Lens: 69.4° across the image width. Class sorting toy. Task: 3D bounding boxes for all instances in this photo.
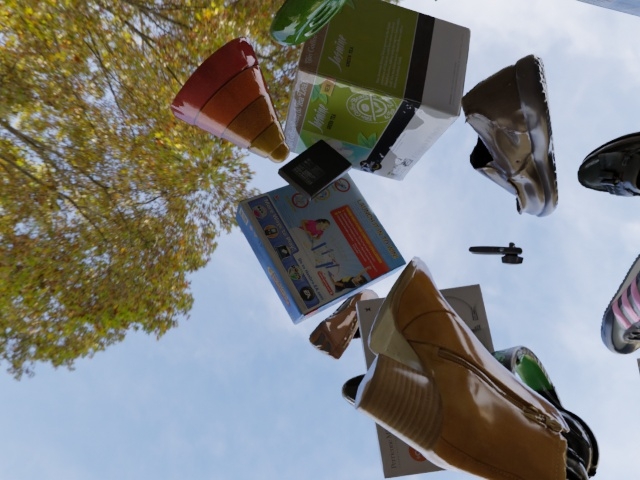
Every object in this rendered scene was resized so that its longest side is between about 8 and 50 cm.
[{"bbox_3d":[0.008,-0.221,0.533,0.366,0.127,0.126,-43,-82,-6],"label":"sorting toy"}]

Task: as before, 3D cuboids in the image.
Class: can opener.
[{"bbox_3d":[0.613,0.038,1.618,0.059,0.186,0.073,40,-117,-52],"label":"can opener"}]

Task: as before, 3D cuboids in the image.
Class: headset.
[{"bbox_3d":[0.391,0.358,0.731,0.244,0.185,0.393,-15,-97,-55],"label":"headset"}]

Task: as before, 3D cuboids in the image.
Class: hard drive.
[{"bbox_3d":[-0.010,-0.151,0.976,0.094,0.022,0.135,42,-120,13],"label":"hard drive"}]

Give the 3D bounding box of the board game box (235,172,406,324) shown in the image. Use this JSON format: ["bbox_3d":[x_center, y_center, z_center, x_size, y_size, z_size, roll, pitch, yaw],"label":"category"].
[{"bbox_3d":[0.000,0.000,1.122,0.302,0.086,0.308,-23,-107,-27],"label":"board game box"}]

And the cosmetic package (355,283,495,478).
[{"bbox_3d":[0.247,0.304,1.034,0.285,0.097,0.376,-9,-104,3],"label":"cosmetic package"}]

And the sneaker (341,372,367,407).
[{"bbox_3d":[0.138,0.252,0.832,0.235,0.084,0.097,-8,-63,32],"label":"sneaker"}]

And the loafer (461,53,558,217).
[{"bbox_3d":[0.321,-0.157,0.780,0.366,0.130,0.133,46,-134,-49],"label":"loafer"}]

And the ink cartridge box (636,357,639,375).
[{"bbox_3d":[0.448,0.158,0.572,0.084,0.048,0.028,1,-107,-11],"label":"ink cartridge box"}]

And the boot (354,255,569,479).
[{"bbox_3d":[0.164,0.144,0.535,0.212,0.295,0.104,27,-60,3],"label":"boot"}]

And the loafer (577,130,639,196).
[{"bbox_3d":[0.502,-0.111,0.686,0.084,0.268,0.096,-37,-75,-24],"label":"loafer"}]

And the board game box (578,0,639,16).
[{"bbox_3d":[0.483,-0.287,0.473,0.319,0.318,0.065,19,-77,6],"label":"board game box"}]

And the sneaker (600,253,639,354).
[{"bbox_3d":[0.706,0.155,0.985,0.112,0.131,0.318,-4,-55,-2],"label":"sneaker"}]

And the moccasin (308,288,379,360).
[{"bbox_3d":[0.111,0.271,1.523,0.147,0.380,0.139,43,-65,10],"label":"moccasin"}]

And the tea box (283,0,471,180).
[{"bbox_3d":[0.102,-0.324,1.027,0.324,0.329,0.219,15,-108,-5],"label":"tea box"}]
